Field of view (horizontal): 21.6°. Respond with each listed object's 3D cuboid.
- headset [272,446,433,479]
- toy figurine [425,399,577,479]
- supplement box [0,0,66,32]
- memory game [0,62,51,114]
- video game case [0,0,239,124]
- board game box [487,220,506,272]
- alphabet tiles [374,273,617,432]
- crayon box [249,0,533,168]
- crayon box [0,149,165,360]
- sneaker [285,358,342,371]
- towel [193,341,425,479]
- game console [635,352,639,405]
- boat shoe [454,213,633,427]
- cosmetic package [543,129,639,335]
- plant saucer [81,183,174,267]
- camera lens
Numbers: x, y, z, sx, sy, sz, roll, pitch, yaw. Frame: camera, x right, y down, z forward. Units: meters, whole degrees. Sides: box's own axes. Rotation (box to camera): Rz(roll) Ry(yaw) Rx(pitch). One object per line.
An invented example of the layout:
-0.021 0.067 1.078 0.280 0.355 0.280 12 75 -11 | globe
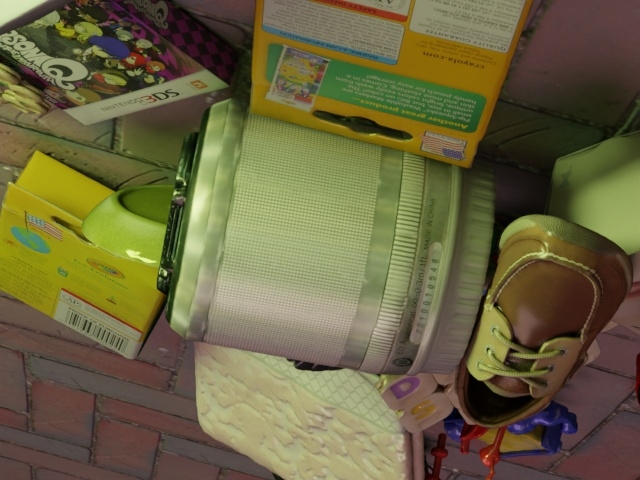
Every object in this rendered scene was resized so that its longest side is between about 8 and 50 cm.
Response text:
0.042 0.351 2.381 0.243 0.185 0.394 23 166 -21 | headset
0.194 0.247 2.073 0.217 0.191 0.362 23 157 -30 | toy figurine
-0.219 -0.230 1.265 0.220 0.114 0.111 -16 102 48 | supplement box
-0.341 -0.166 1.592 0.186 0.012 0.186 26 170 5 | memory game
-0.225 -0.190 1.501 0.210 0.042 0.232 -10 147 42 | video game case
0.101 -0.021 1.689 0.181 0.043 0.092 32 152 -34 | board game box
0.198 0.108 1.739 0.284 0.021 0.278 -29 147 3 | alphabet tiles
0.054 -0.183 1.303 0.203 0.083 0.323 14 156 2 | crayon box
-0.259 0.015 1.888 0.202 0.081 0.318 29 156 -3 | crayon box
0.073 0.065 1.721 0.275 0.110 0.107 5 134 -27 | sneaker
-0.022 0.190 1.958 0.331 0.053 0.317 27 142 29 | towel
0.482 0.055 1.404 0.386 0.060 0.342 5 137 -8 | game console
0.187 0.083 1.456 0.123 0.116 0.324 20 156 6 | boat shoe
0.358 0.025 1.535 0.296 0.129 0.153 28 155 -27 | cosmetic package
-0.121 -0.016 1.703 0.241 0.037 0.241 9 -165 -3 | plant saucer
0.000 0.000 1.500 0.274 0.219 0.219 11 157 -4 | camera lens
